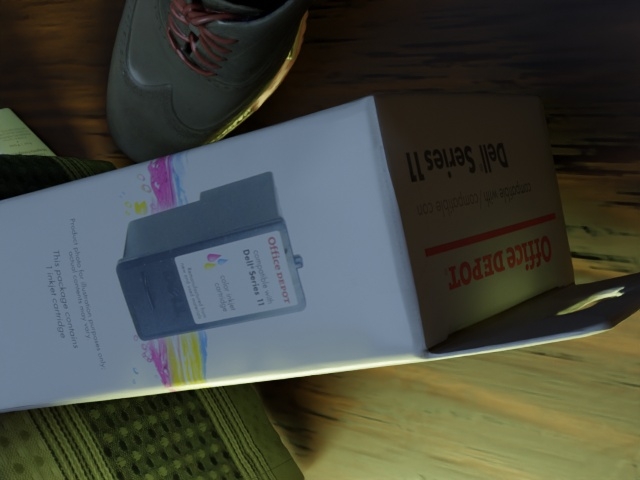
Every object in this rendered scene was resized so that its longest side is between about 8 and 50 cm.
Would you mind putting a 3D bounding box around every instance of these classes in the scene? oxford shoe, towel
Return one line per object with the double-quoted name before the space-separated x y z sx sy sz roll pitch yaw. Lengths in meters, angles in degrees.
"oxford shoe" -0.065 -0.152 0.639 0.123 0.130 0.348 35 132 -3
"towel" -0.167 0.078 0.719 0.056 0.312 0.324 -37 78 21

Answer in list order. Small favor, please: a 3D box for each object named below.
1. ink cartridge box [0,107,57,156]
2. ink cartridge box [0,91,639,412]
"ink cartridge box" -0.251 0.020 0.952 0.232 0.066 0.189 44 130 28
"ink cartridge box" 0.000 0.000 0.572 0.353 0.207 0.119 -11 91 32
